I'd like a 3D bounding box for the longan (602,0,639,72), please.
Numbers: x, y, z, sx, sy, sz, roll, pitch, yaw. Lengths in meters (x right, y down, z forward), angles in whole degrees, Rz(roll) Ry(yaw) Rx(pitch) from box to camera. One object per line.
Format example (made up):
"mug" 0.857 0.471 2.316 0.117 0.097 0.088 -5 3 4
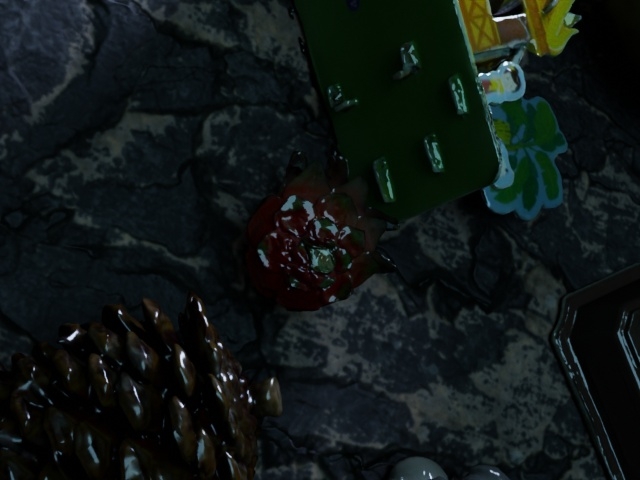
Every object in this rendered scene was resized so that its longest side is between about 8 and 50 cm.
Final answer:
"longan" 0.489 -0.300 1.567 0.391 0.391 0.391 6 76 -25

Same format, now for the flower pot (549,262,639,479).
"flower pot" 0.357 0.148 1.560 0.179 0.084 0.250 -21 88 -28

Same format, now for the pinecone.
"pinecone" -0.163 0.163 1.235 0.273 0.224 0.224 -18 86 -8

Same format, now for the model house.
"model house" 0.171 -0.201 1.470 0.313 0.242 0.357 -13 83 -30

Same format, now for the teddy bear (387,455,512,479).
"teddy bear" 0.122 0.260 1.381 0.251 0.171 0.144 18 51 -15

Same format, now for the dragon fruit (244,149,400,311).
"dragon fruit" -0.006 -0.002 1.401 0.142 0.121 0.130 -33 136 -45
